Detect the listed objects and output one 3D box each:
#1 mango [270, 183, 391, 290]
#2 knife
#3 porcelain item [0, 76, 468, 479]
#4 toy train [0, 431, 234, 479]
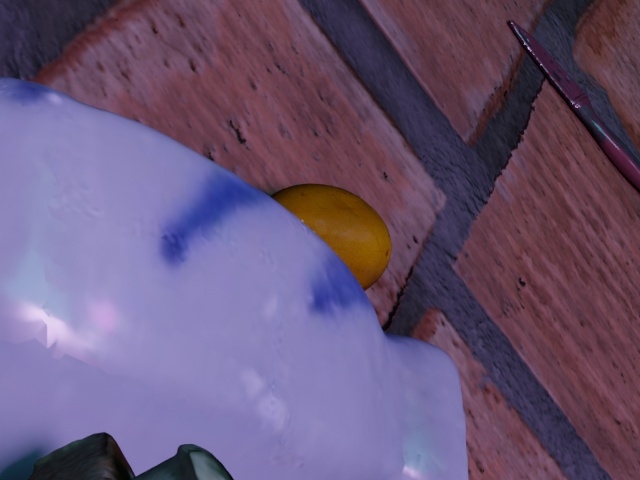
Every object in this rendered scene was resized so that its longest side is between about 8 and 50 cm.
[{"bbox_3d":[0.000,0.000,0.938,0.114,0.060,0.080,-4,67,-50],"label":"mango"},{"bbox_3d":[0.268,-0.133,1.429,0.247,0.018,0.035,48,39,-18],"label":"knife"},{"bbox_3d":[-0.127,0.048,0.584,0.405,0.243,0.178,29,71,-39],"label":"porcelain item"},{"bbox_3d":[-0.155,0.171,0.393,0.159,0.326,0.129,65,-7,-11],"label":"toy train"}]
